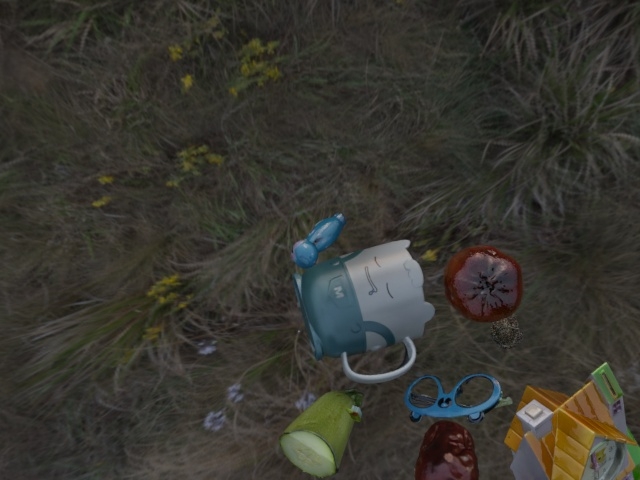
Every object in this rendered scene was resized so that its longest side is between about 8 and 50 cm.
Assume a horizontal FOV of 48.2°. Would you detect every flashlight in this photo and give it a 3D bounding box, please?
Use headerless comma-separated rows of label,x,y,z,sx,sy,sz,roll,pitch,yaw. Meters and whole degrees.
flashlight,0.000,0.000,1.242,0.051,0.051,0.129,46,58,4

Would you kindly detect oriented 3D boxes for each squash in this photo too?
squash,0.007,0.383,1.489,0.137,0.287,0.137,4,105,15

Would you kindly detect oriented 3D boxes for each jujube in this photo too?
jujube,0.302,0.528,1.698,0.155,0.230,0.155,7,120,12

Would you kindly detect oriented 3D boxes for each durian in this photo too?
durian,0.422,0.202,1.617,0.080,0.080,0.091,23,44,1

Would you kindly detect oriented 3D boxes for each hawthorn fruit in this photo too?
hawthorn fruit,0.325,0.083,1.454,0.157,0.194,0.157,0,98,0

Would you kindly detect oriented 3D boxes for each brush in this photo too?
brush,0.060,0.305,1.274,0.019,0.083,0.021,18,71,20

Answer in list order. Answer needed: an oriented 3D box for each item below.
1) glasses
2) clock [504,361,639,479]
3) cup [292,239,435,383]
glasses,0.322,0.349,1.613,0.239,0.207,0.102,-11,79,37
clock,0.450,0.377,1.271,0.235,0.166,0.309,-33,123,-16
cup,0.098,0.161,1.534,0.258,0.219,0.289,-15,68,-7
